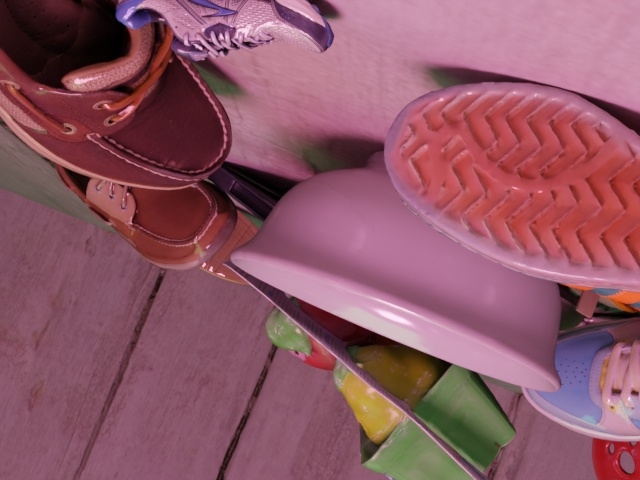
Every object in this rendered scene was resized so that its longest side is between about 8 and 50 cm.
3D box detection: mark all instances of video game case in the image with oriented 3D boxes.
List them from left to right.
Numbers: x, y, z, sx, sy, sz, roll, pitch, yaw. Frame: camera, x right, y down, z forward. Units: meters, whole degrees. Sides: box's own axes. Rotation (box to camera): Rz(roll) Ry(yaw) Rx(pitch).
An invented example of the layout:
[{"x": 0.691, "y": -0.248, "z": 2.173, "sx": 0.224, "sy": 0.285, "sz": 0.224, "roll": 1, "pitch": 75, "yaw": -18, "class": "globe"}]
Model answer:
[{"x": 0.000, "y": 0.000, "z": 1.235, "sx": 0.196, "sy": 0.026, "sz": 0.274, "roll": 28, "pitch": -176, "yaw": -40, "class": "video game case"}]

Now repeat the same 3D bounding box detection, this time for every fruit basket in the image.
[{"x": 0.036, "y": 0.132, "z": 1.224, "sx": 0.353, "sy": 0.165, "sz": 0.327, "roll": 35, "pitch": -176, "yaw": -2, "class": "fruit basket"}]

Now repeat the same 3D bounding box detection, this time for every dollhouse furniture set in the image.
[{"x": 0.242, "y": 0.053, "z": 1.051, "sx": 0.151, "sy": 0.059, "sz": 0.076, "roll": 28, "pitch": 171, "yaw": -37, "class": "dollhouse furniture set"}]

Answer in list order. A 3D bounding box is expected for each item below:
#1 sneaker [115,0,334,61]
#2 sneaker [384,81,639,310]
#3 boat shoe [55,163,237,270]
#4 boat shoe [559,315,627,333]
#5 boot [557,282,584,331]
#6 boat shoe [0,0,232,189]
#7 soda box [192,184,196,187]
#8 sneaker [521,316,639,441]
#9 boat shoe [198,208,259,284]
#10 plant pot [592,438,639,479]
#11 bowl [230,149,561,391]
[{"x": -0.058, "y": -0.127, "z": 0.645, "sx": 0.135, "sy": 0.058, "sz": 0.052, "roll": 20, "pitch": 172, "yaw": 12, "class": "sneaker"}, {"x": 0.183, "y": -0.003, "z": 0.637, "sx": 0.302, "sy": 0.108, "sz": 0.121, "roll": 18, "pitch": 167, "yaw": 17, "class": "sneaker"}, {"x": -0.224, "y": -0.059, "z": 1.307, "sx": 0.324, "sy": 0.123, "sz": 0.116, "roll": 23, "pitch": 167, "yaw": 46, "class": "boat shoe"}, {"x": 0.309, "y": 0.130, "z": 1.280, "sx": 0.088, "sy": 0.096, "sz": 0.267, "roll": 28, "pitch": 170, "yaw": -13, "class": "boat shoe"}, {"x": 0.158, "y": 0.033, "z": 1.157, "sx": 0.189, "sy": 0.076, "sz": 0.208, "roll": 19, "pitch": 179, "yaw": 38, "class": "boot"}, {"x": -0.161, "y": -0.124, "z": 0.749, "sx": 0.123, "sy": 0.123, "sz": 0.342, "roll": 17, "pitch": 165, "yaw": 41, "class": "boat shoe"}, {"x": -0.175, "y": -0.112, "z": 1.082, "sx": 0.063, "sy": 0.058, "sz": 0.183, "roll": 19, "pitch": 172, "yaw": 24, "class": "soda box"}, {"x": 0.308, "y": 0.110, "z": 0.973, "sx": 0.319, "sy": 0.127, "sz": 0.208, "roll": -1, "pitch": 162, "yaw": 30, "class": "sneaker"}, {"x": -0.196, "y": -0.026, "z": 1.616, "sx": 0.285, "sy": 0.103, "sz": 0.092, "roll": 26, "pitch": 177, "yaw": -2, "class": "boat shoe"}, {"x": 0.523, "y": 0.312, "z": 1.601, "sx": 0.191, "sy": 0.191, "sz": 0.174, "roll": 25, "pitch": 165, "yaw": -23, "class": "plant pot"}, {"x": 0.082, "y": 0.012, "z": 0.933, "sx": 0.297, "sy": 0.134, "sz": 0.298, "roll": 21, "pitch": 173, "yaw": 3, "class": "bowl"}]
